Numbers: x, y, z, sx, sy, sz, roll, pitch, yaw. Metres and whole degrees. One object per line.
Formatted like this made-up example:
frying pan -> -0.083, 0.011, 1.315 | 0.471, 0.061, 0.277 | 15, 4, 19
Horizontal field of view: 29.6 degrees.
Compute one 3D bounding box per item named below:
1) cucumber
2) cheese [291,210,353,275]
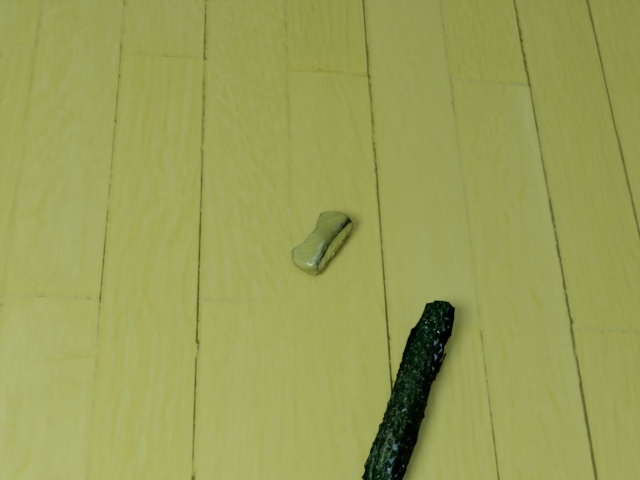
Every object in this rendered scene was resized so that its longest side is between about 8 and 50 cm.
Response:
cucumber -> 0.086, 0.168, 1.213 | 0.044, 0.043, 0.256 | 16, 56, 9
cheese -> 0.000, 0.000, 1.325 | 0.044, 0.030, 0.083 | 20, 58, 31
